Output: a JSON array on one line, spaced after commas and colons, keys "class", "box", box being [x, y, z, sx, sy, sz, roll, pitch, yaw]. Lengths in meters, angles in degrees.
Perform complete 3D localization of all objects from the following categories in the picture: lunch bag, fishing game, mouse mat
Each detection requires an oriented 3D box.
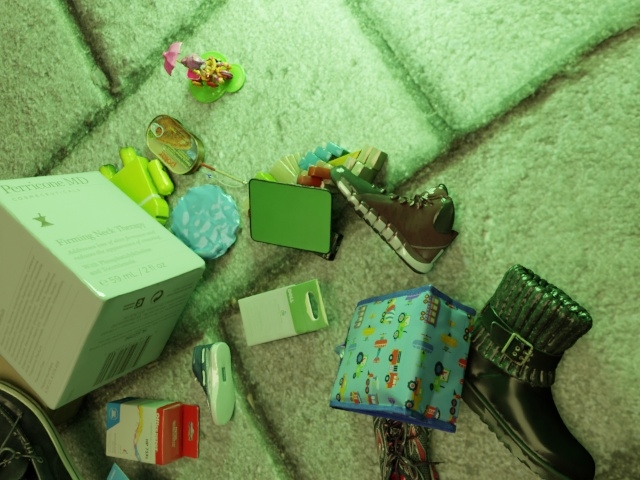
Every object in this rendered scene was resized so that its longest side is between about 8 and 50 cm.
[{"class": "lunch bag", "box": [0.120, 0.217, 1.088, 0.293, 0.138, 0.221, -11, 58, 52]}, {"class": "fishing game", "box": [-0.275, -0.045, 1.408, 0.189, 0.041, 0.264, 23, 92, 18]}, {"class": "mouse mat", "box": [-0.065, -0.051, 1.231, 0.189, 0.007, 0.153, 10, 119, 14]}]

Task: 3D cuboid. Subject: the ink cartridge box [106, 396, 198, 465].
[{"class": "ink cartridge box", "box": [-0.413, 0.466, 1.421, 0.230, 0.078, 0.134, -2, 86, 26]}]

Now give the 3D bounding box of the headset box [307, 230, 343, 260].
[{"class": "headset box", "box": [0.000, 0.000, 1.271, 0.083, 0.032, 0.062, 27, 99, 23]}]

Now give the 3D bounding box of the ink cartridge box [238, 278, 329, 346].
[{"class": "ink cartridge box", "box": [-0.072, 0.159, 1.280, 0.209, 0.062, 0.109, -17, 79, 24]}]

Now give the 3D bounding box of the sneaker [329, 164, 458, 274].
[{"class": "sneaker", "box": [0.159, -0.080, 1.140, 0.162, 0.106, 0.281, -44, 99, 6]}]

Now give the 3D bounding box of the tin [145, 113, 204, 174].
[{"class": "tin", "box": [-0.369, -0.241, 1.466, 0.189, 0.040, 0.106, 42, 101, 22]}]

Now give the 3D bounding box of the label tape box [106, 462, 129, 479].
[{"class": "label tape box", "box": [-0.394, 0.725, 1.380, 0.347, 0.115, 0.249, 30, 100, 28]}]

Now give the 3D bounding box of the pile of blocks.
[{"class": "pile of blocks", "box": [-0.040, -0.139, 1.255, 0.362, 0.112, 0.149, -24, 77, 23]}]

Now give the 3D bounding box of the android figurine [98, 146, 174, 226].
[{"class": "android figurine", "box": [-0.485, -0.100, 1.503, 0.248, 0.056, 0.273, -35, 72, 20]}]

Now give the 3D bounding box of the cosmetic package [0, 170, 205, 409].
[{"class": "cosmetic package", "box": [-0.556, 0.092, 1.328, 0.393, 0.329, 0.328, 38, 114, 15]}]

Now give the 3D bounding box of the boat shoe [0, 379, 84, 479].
[{"class": "boat shoe", "box": [-0.711, 0.535, 1.364, 0.187, 0.156, 0.500, -42, 81, 20]}]

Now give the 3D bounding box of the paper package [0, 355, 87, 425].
[{"class": "paper package", "box": [-0.748, 0.293, 1.523, 0.324, 0.168, 0.310, 37, 103, 13]}]

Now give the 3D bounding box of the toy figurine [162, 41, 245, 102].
[{"class": "toy figurine", "box": [-0.291, -0.408, 1.369, 0.173, 0.159, 0.130, 12, 92, 26]}]

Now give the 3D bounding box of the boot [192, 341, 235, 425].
[{"class": "boot", "box": [-0.256, 0.338, 1.365, 0.086, 0.069, 0.190, -11, 74, 32]}]

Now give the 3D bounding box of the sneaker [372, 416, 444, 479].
[{"class": "sneaker", "box": [0.162, 0.398, 1.123, 0.120, 0.112, 0.299, -20, 77, 25]}]

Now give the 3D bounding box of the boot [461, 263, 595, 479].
[{"class": "boot", "box": [0.395, 0.237, 1.007, 0.348, 0.131, 0.260, 45, 106, 22]}]
